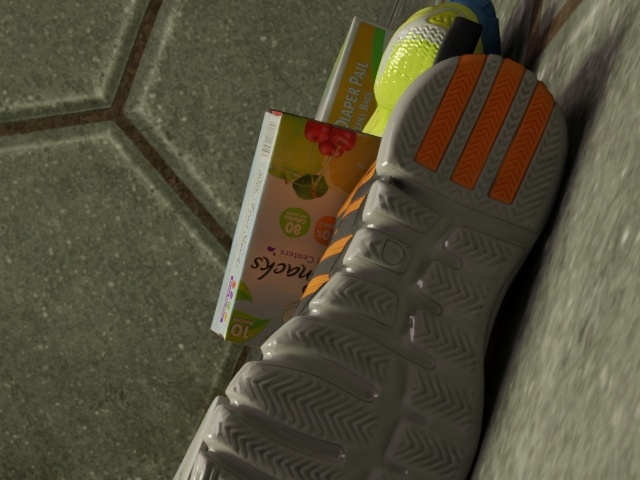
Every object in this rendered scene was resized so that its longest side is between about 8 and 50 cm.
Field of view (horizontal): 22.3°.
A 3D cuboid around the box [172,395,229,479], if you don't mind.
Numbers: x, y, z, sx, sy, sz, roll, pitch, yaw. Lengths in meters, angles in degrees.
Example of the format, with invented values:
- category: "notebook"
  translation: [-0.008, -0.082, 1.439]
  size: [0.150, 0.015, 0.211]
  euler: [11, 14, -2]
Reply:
- category: "box"
  translation: [-0.074, 0.273, 1.083]
  size: [0.262, 0.127, 0.231]
  euler: [118, 173, -56]

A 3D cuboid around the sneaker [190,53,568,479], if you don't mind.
- category: "sneaker"
  translation: [0.032, 0.064, 0.876]
  size: [0.321, 0.125, 0.180]
  euler: [-59, -2, -12]

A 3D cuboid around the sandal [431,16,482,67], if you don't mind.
- category: "sandal"
  translation: [0.080, -0.018, 1.059]
  size: [0.097, 0.055, 0.254]
  euler: [93, -173, -81]

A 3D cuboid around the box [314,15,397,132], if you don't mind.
- category: "box"
  translation: [0.042, -0.082, 1.453]
  size: [0.114, 0.103, 0.203]
  euler: [115, 174, -51]

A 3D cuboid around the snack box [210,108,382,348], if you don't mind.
- category: "snack box"
  translation: [0.000, 0.000, 0.990]
  size: [0.037, 0.100, 0.141]
  euler: [-153, 78, -71]

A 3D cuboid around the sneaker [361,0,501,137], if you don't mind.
- category: "sneaker"
  translation: [0.082, -0.083, 1.218]
  size: [0.126, 0.091, 0.240]
  euler: [-47, -14, -46]
